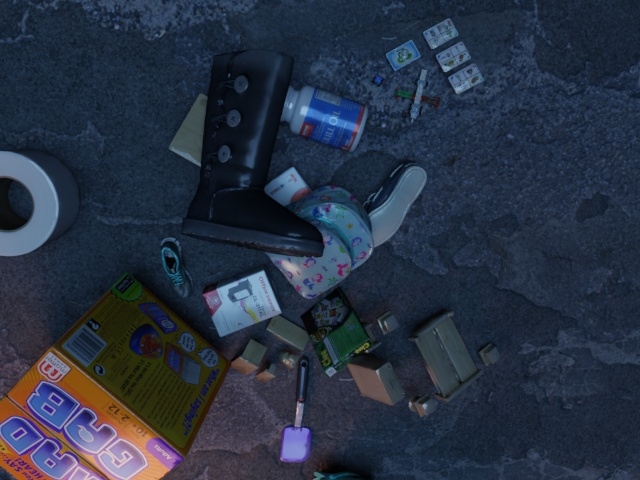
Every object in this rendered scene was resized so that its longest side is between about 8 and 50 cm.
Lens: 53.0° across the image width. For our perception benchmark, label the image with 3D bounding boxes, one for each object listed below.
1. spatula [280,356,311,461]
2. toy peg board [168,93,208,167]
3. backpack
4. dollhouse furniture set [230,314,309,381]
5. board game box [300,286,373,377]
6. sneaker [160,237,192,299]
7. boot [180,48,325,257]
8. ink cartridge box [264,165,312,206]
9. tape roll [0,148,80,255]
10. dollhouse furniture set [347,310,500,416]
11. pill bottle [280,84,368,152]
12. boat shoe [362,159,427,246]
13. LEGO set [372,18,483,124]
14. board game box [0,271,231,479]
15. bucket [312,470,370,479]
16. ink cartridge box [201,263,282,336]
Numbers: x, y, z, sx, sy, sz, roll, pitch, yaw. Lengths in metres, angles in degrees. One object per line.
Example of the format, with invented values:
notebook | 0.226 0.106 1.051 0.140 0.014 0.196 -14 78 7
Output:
spatula | -0.056 0.461 1.751 0.084 0.030 0.297 5 99 -5
toy peg board | -0.269 -0.251 1.602 0.161 0.079 0.161 29 81 -9
backpack | 0.000 0.000 1.562 0.253 0.191 0.225 -32 114 13
dollhouse furniture set | -0.136 0.294 1.719 0.144 0.123 0.151 32 62 -8
board game box | 0.035 0.223 1.602 0.136 0.260 0.030 -35 118 3
sneaker | -0.376 0.078 1.642 0.064 0.076 0.167 -18 101 1
boot | -0.121 -0.204 1.449 0.366 0.146 0.446 10 83 24
ink cartridge box | -0.100 -0.084 1.647 0.179 0.045 0.145 -36 99 0
tape roll | -0.725 -0.096 1.543 0.246 0.169 0.246 -1 101 -3
dollhouse furniture set | 0.256 0.274 1.728 0.355 0.173 0.303 -30 100 -23
pill bottle | -0.005 -0.306 1.573 0.221 0.124 0.124 17 98 -6
boat shoe | 0.171 -0.094 1.641 0.095 0.079 0.255 24 107 -23
LEGO set | 0.260 -0.418 1.622 0.244 0.060 0.183 -29 88 1
board game box | -0.492 0.369 1.501 0.356 0.356 0.356 43 112 -9
bucket | 0.064 0.755 1.694 0.183 0.281 0.281 7 99 -6
ink cartridge box | -0.201 0.154 1.667 0.175 0.072 0.128 -22 100 1
